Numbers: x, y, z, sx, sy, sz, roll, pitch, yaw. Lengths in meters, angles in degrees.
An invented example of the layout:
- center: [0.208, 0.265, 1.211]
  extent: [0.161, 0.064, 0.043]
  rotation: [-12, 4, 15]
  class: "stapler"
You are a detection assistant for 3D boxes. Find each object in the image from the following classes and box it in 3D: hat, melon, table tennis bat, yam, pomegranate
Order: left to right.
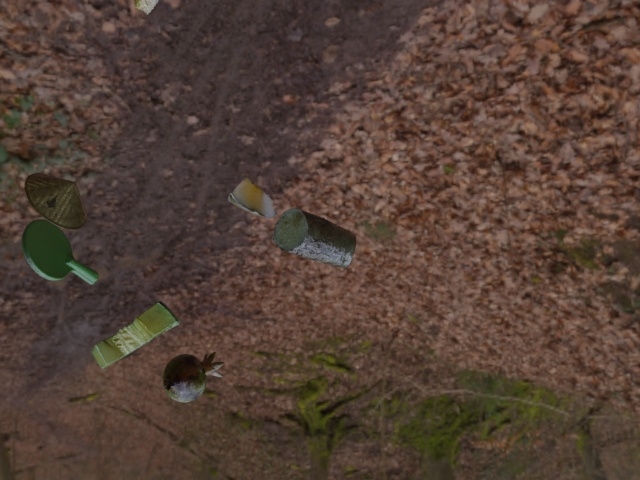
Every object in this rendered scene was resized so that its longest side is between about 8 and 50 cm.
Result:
- center: [-0.684, 0.046, 1.634]
  extent: [0.039, 0.160, 0.257]
  rotation: [-18, 144, 19]
  class: "table tennis bat"
- center: [-0.521, -0.099, 1.268]
  extent: [0.067, 0.146, 0.146]
  rotation: [-38, 159, 18]
  class: "hat"
- center: [-0.390, 0.198, 1.301]
  extent: [0.209, 0.064, 0.118]
  rotation: [-33, -179, -1]
  class: "melon"
- center: [-0.418, 0.443, 2.044]
  extent: [0.220, 0.156, 0.156]
  rotation: [-18, 177, -27]
  class: "pomegranate"
- center: [-0.232, -0.138, 2.002]
  extent: [0.139, 0.093, 0.202]
  rotation: [16, 169, 46]
  class: "melon"
- center: [0.000, 0.000, 1.347]
  extent: [0.183, 0.107, 0.107]
  rotation: [19, 159, -31]
  class: "yam"

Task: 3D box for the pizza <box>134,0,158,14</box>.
- center: [-0.415, -0.674, 1.498]
  extent: [0.204, 0.188, 0.080]
  rotation: [-38, 144, 25]
  class: "pizza"
